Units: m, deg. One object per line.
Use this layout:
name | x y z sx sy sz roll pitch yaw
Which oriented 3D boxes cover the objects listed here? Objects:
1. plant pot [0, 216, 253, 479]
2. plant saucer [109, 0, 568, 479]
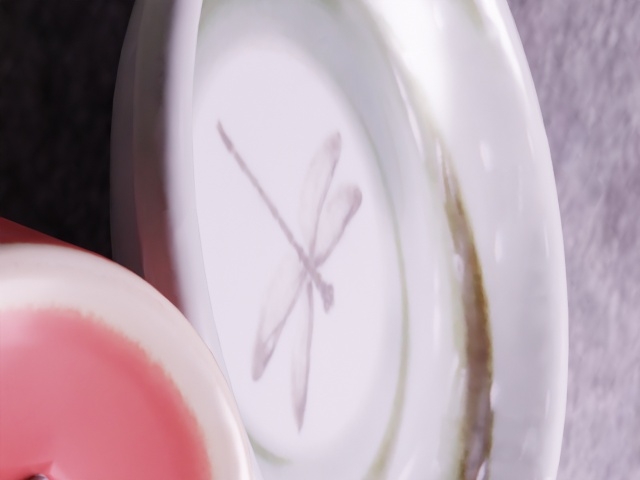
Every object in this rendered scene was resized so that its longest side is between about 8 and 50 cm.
plant pot | -0.171 0.095 0.665 0.275 0.243 0.275 0 91 -43
plant saucer | 0.000 0.000 0.867 0.400 0.100 0.400 26 60 -59
